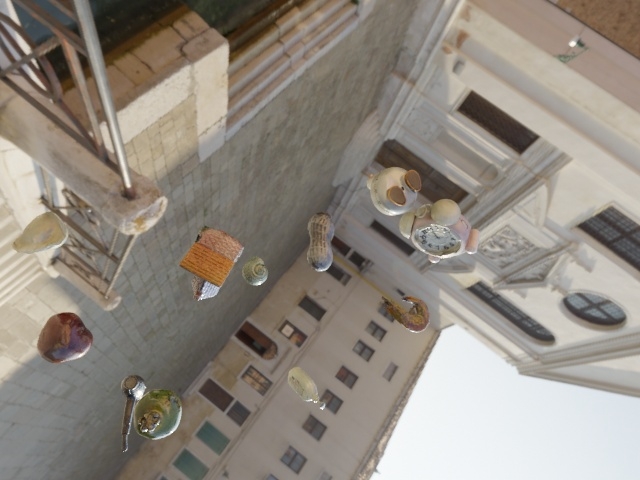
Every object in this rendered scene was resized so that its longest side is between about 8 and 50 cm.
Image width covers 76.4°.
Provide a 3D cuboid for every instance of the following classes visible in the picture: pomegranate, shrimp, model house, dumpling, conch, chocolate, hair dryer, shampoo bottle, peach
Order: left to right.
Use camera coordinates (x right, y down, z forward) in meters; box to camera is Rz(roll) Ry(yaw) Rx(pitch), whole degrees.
[{"bbox_3d":[-1.048,-0.025,1.512,0.179,0.252,0.131,-35,137,-21],"label":"dumpling"},{"bbox_3d":[-0.777,0.303,1.248,0.152,0.152,0.152,-53,175,-6],"label":"peach"},{"bbox_3d":[-0.602,0.548,1.287,0.195,0.075,0.219,114,-23,-54],"label":"hair dryer"},{"bbox_3d":[-0.381,0.407,0.943,0.114,0.114,0.142,-52,-179,-11],"label":"pomegranate"},{"bbox_3d":[-0.480,0.109,1.698,0.237,0.202,0.237,-52,-169,33],"label":"model house"},{"bbox_3d":[-0.179,0.082,1.071,0.085,0.076,0.056,-28,168,36],"label":"conch"},{"bbox_3d":[-0.041,0.459,1.254,0.045,0.152,0.077,-10,119,-37],"label":"shampoo bottle"},{"bbox_3d":[0.000,0.000,1.056,0.072,0.072,0.167,116,-22,-65],"label":"chocolate"},{"bbox_3d":[0.387,0.316,1.842,0.150,0.248,0.068,-64,-173,-15],"label":"shrimp"}]

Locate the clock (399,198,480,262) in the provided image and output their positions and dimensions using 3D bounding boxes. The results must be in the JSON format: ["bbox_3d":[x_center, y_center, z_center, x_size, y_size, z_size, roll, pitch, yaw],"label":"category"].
[{"bbox_3d":[0.611,-0.054,2.101,0.342,0.325,0.184,-26,-145,44],"label":"clock"}]

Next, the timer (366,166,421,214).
[{"bbox_3d":[0.344,-0.238,1.983,0.233,0.233,0.240,-52,-163,-19],"label":"timer"}]
